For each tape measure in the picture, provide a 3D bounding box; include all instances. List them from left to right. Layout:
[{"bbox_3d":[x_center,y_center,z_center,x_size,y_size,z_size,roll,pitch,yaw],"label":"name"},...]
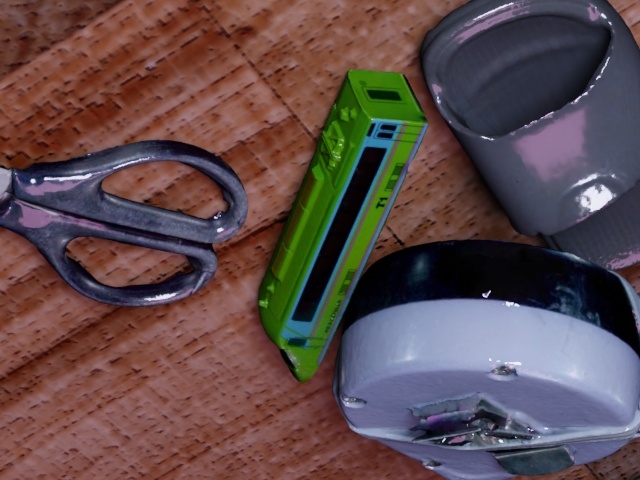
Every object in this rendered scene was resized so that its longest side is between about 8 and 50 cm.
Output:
[{"bbox_3d":[0.097,0.073,1.038,0.181,0.107,0.182,24,151,-35],"label":"tape measure"}]

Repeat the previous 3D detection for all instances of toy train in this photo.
[{"bbox_3d":[0.000,0.000,1.007,0.042,0.044,0.209,4,131,-24],"label":"toy train"}]

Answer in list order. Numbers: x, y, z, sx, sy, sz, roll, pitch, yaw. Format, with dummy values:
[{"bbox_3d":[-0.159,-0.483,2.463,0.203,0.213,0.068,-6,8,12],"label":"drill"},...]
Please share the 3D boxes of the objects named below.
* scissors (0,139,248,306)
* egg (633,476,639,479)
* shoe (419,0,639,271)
[{"bbox_3d":[-0.178,-0.028,0.932,0.300,0.022,0.109,14,123,-30],"label":"scissors"},{"bbox_3d":[0.282,0.246,1.239,0.282,0.203,0.203,-18,137,3],"label":"egg"},{"bbox_3d":[0.146,-0.041,0.987,0.108,0.093,0.241,-29,137,11],"label":"shoe"}]
